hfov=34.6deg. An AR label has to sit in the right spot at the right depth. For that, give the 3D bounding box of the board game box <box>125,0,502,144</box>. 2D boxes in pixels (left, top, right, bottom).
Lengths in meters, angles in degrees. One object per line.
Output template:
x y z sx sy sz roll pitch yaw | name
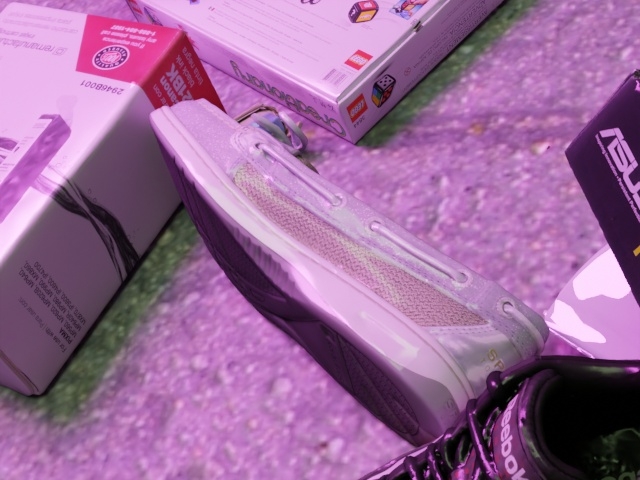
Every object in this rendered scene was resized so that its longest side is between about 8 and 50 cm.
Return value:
-0.014 -0.217 0.890 0.193 0.053 0.305 -44 50 -15 | board game box

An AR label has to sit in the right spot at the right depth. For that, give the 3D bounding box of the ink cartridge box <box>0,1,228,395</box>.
-0.228 -0.043 0.791 0.197 0.114 0.273 15 60 30 | ink cartridge box

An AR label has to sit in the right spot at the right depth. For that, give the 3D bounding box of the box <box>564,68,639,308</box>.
0.254 0.049 0.451 0.216 0.060 0.270 0 56 -27 | box

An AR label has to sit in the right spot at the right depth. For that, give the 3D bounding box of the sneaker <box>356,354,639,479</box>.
0.085 0.123 0.504 0.276 0.135 0.098 -21 49 21 | sneaker

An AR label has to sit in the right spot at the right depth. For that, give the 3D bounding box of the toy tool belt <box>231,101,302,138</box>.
-0.054 -0.067 0.785 0.051 0.052 0.083 23 64 44 | toy tool belt

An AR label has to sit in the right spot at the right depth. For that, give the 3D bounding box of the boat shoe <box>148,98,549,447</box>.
0.000 -0.001 0.672 0.103 0.118 0.320 -36 52 -18 | boat shoe

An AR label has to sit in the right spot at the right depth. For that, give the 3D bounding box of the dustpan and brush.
0.248 0.005 0.592 0.147 0.060 0.211 35 90 41 | dustpan and brush
